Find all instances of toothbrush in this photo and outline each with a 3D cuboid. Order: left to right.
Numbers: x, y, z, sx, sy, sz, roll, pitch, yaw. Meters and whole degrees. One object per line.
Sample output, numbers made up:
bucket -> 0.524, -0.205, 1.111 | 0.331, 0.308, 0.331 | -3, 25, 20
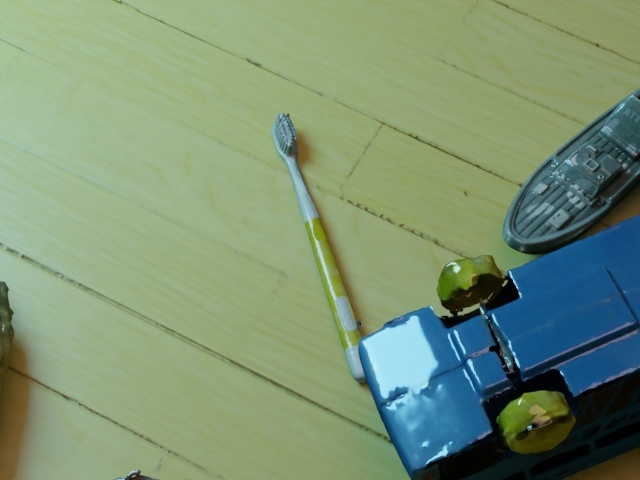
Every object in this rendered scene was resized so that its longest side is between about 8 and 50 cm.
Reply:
toothbrush -> 0.000, 0.000, 1.286 | 0.021, 0.024, 0.288 | -11, 59, -13

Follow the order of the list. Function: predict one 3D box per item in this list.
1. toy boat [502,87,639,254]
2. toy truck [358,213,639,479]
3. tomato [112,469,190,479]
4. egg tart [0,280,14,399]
toy boat -> 0.260, -0.071, 1.315 | 0.260, 0.085, 0.078 | -39, 69, -25
toy truck -> 0.231, 0.078, 1.123 | 0.385, 0.162, 0.161 | -24, 55, 0
tomato -> -0.132, 0.289, 1.043 | 0.199, 0.112, 0.228 | 33, 62, 24
egg tart -> -0.419, 0.089, 1.130 | 0.352, 0.150, 0.351 | 0, 58, 0
